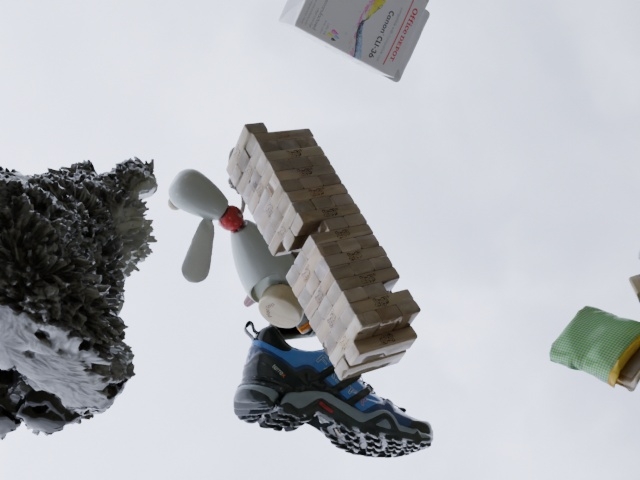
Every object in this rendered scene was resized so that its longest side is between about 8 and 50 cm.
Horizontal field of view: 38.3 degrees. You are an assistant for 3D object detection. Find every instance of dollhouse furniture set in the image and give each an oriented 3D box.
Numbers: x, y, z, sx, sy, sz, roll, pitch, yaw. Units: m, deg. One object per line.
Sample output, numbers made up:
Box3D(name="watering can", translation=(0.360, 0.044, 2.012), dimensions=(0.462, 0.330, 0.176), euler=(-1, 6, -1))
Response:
Box3D(name="dollhouse furniture set", translation=(0.243, 0.038, 0.712), dimensions=(0.152, 0.076, 0.058), euler=(-46, -45, -23))

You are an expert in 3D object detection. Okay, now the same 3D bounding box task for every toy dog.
Box3D(name="toy dog", translation=(-0.153, 0.018, 1.636), dimensions=(0.334, 0.161, 0.220), euler=(57, -144, -6))

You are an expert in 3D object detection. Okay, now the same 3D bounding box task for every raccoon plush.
Box3D(name="raccoon plush", translation=(-0.243, -0.050, 0.761), dimensions=(0.216, 0.446, 0.299), euler=(6, -131, -1))

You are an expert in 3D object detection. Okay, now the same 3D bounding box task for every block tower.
Box3D(name="block tower", translation=(0.000, 0.000, 1.132), dimensions=(0.097, 0.091, 0.335), euler=(-11, -123, -35))

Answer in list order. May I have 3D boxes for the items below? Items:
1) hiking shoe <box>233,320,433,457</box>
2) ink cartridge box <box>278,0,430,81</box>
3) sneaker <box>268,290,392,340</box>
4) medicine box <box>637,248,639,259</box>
Box3D(name="hiking shoe", translation=(0.032, 0.207, 1.254), dimensions=(0.304, 0.113, 0.132), euler=(23, -123, -24))
Box3D(name="ink cartridge box", translation=(0.060, -0.291, 1.202), dimensions=(0.198, 0.067, 0.115), euler=(22, -83, -28))
Box3D(name="sneaker", translation=(0.017, 0.137, 1.776), dimensions=(0.100, 0.271, 0.108), euler=(62, -152, -12))
Box3D(name="medicine box", translation=(0.506, -0.116, 1.028), dimensions=(0.149, 0.289, 0.263), euler=(27, -134, 16))
